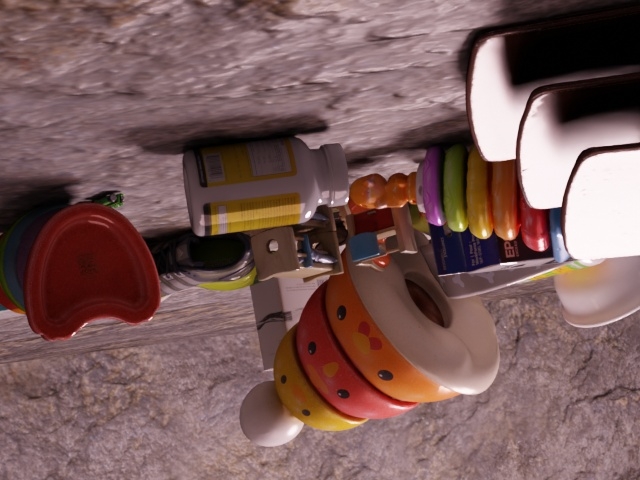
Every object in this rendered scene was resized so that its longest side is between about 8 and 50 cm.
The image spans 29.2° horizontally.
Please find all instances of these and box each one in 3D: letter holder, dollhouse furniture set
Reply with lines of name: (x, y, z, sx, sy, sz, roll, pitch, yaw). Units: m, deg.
letter holder: (0.263, -0.094, 1.257, 0.214, 0.152, 0.302, -7, 159, 6)
dollhouse furniture set: (0.013, -0.026, 1.692, 0.184, 0.129, 0.129, -17, 169, 30)

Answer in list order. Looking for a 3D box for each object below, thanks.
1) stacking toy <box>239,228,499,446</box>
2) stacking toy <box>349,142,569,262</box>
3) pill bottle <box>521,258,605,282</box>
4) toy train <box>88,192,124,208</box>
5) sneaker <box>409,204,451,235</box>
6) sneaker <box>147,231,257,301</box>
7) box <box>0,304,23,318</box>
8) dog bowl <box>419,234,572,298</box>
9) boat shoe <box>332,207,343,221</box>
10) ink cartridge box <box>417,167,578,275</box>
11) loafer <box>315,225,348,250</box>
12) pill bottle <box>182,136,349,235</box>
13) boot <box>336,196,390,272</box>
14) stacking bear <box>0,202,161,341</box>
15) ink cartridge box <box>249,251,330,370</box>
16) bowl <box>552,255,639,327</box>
stacking toy: (0.040, 0.223, 2.143, 0.480, 0.350, 0.351, -42, 156, 26)
stacking toy: (0.185, -0.068, 1.612, 0.302, 0.165, 0.175, 0, 164, 13)
pill bottle: (0.432, -0.012, 2.184, 0.136, 0.136, 0.246, 0, 167, -45)
toy train: (-0.286, -0.047, 1.609, 0.024, 0.017, 0.083, 12, 159, -40)
sneaker: (0.183, -0.063, 1.850, 0.094, 0.081, 0.208, 17, 161, -26)
sneaker: (-0.238, 0.034, 1.963, 0.300, 0.111, 0.121, -14, 162, -7)
box: (-0.612, 0.111, 2.128, 0.244, 0.060, 0.100, -9, 171, 1)
dog bowl: (0.330, -0.005, 1.968, 0.349, 0.102, 0.349, -22, 180, 0)
boat shoe: (0.063, -0.038, 1.896, 0.152, 0.049, 0.056, -11, -176, 14)
ink cartridge box: (0.311, -0.048, 1.737, 0.333, 0.165, 0.065, -7, 171, -20)
loafer: (0.000, 0.000, 2.149, 0.039, 0.045, 0.125, 20, 147, -38)
pill bottle: (-0.064, -0.066, 1.432, 0.184, 0.103, 0.103, -7, 171, -9)
boot: (0.087, -0.019, 1.845, 0.085, 0.059, 0.158, -21, 128, 9)
stacking bear: (-0.357, 0.036, 1.619, 0.175, 0.164, 0.289, -10, -176, -33)
ink cartridge box: (-0.042, 0.134, 2.353, 0.160, 0.219, 0.093, -1, 168, -42)
bowl: (0.543, 0.015, 2.303, 0.298, 0.134, 0.298, -37, -165, 11)
